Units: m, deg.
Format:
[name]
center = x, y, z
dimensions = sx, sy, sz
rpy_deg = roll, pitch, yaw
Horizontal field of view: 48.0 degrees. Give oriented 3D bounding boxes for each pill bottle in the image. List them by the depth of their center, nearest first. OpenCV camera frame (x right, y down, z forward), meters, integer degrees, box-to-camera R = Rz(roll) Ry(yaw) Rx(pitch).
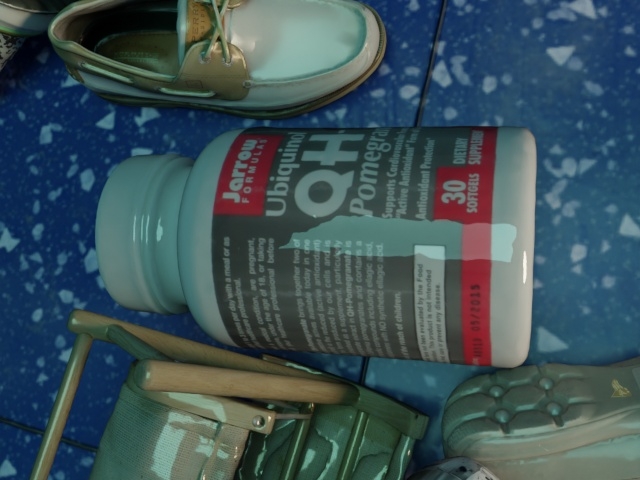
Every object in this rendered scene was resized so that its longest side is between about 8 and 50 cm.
[pill bottle]
center = 0.000, 0.000, 0.558
dimensions = 0.318, 0.176, 0.176
rpy_deg = 2, 83, 15

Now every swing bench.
[swing bench]
center = -0.085, 0.213, 0.541
dimensions = 0.165, 0.254, 0.253
rpy_deg = 12, 83, 55

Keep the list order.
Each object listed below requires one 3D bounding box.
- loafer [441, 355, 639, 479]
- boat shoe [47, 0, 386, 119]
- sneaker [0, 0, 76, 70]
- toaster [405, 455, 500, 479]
[loafer]
center = 0.251, 0.144, 0.519
dimensions = 0.319, 0.112, 0.111
rpy_deg = -8, 118, 17
[boat shoe]
center = -0.096, -0.173, 0.643
dimensions = 0.302, 0.103, 0.113
rpy_deg = -3, 82, 14
[sneaker]
center = -0.419, -0.312, 0.738
dimensions = 0.182, 0.158, 0.410
rpy_deg = -47, 67, 25
[toaster]
center = 0.089, 0.246, 0.463
dimensions = 0.227, 0.129, 0.146
rpy_deg = 44, 66, 10
